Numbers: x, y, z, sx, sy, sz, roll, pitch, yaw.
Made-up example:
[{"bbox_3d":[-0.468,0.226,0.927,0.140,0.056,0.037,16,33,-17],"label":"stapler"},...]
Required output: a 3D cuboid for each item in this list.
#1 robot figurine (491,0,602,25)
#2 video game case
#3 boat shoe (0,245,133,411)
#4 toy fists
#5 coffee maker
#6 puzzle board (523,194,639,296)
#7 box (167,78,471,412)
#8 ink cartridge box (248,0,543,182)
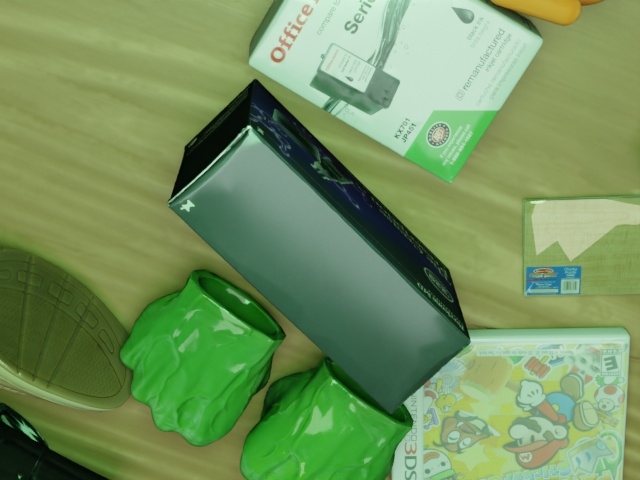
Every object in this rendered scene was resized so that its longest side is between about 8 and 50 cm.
[{"bbox_3d":[0.174,-0.265,1.162,0.219,0.158,0.128,10,119,-16],"label":"robot figurine"},{"bbox_3d":[0.181,0.184,1.382,0.227,0.026,0.206,-1,110,1],"label":"video game case"},{"bbox_3d":[-0.330,0.066,1.312,0.341,0.122,0.110,30,142,-18],"label":"boat shoe"},{"bbox_3d":[-0.055,0.150,1.336,0.279,0.096,0.142,35,105,-11],"label":"toy fists"},{"bbox_3d":[-0.283,0.244,1.333,0.178,0.171,0.120,31,91,-11],"label":"coffee maker"},{"bbox_3d":[0.252,0.005,1.326,0.128,0.011,0.096,-2,111,2],"label":"puzzle board"},{"bbox_3d":[0.000,0.000,1.236,0.103,0.184,0.261,-43,104,14],"label":"box"},{"bbox_3d":[0.061,-0.170,1.226,0.208,0.087,0.153,29,107,-8],"label":"ink cartridge box"}]
